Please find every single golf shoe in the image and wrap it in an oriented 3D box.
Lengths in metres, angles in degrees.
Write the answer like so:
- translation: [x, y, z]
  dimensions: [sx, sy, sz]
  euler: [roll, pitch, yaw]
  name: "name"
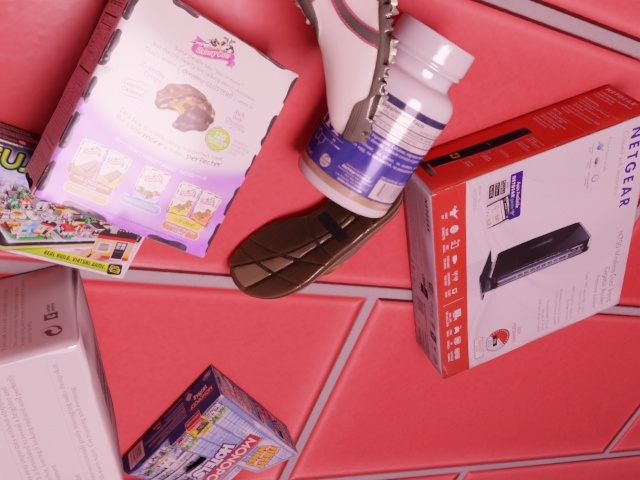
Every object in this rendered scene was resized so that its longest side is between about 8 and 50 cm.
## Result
- translation: [0.007, -0.218, 0.563]
  dimensions: [0.120, 0.105, 0.273]
  euler: [-1, 98, -1]
  name: "golf shoe"

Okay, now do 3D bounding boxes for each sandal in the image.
- translation: [0.000, 0.000, 0.778]
  dimensions: [0.219, 0.090, 0.060]
  euler: [-35, 154, -7]
  name: "sandal"

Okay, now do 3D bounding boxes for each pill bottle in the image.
- translation: [0.068, -0.127, 0.680]
  dimensions: [0.112, 0.112, 0.187]
  euler: [19, 114, -35]
  name: "pill bottle"

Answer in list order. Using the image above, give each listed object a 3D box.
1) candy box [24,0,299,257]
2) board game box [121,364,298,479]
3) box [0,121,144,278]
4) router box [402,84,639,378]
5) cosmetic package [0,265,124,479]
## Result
- translation: [-0.140, -0.105, 0.598]
  dimensions: [0.165, 0.070, 0.196]
  euler: [25, 98, -36]
  name: "candy box"
- translation: [-0.136, 0.285, 0.927]
  dimensions: [0.194, 0.060, 0.194]
  euler: [-46, 130, 12]
  name: "board game box"
- translation: [-0.266, -0.039, 0.636]
  dimensions: [0.207, 0.036, 0.114]
  euler: [18, 115, -35]
  name: "box"
- translation: [0.268, -0.002, 0.891]
  dimensions: [0.301, 0.082, 0.335]
  euler: [-21, 131, -10]
  name: "router box"
- translation: [-0.408, 0.187, 0.648]
  dimensions: [0.385, 0.156, 0.217]
  euler: [-12, 121, -16]
  name: "cosmetic package"
